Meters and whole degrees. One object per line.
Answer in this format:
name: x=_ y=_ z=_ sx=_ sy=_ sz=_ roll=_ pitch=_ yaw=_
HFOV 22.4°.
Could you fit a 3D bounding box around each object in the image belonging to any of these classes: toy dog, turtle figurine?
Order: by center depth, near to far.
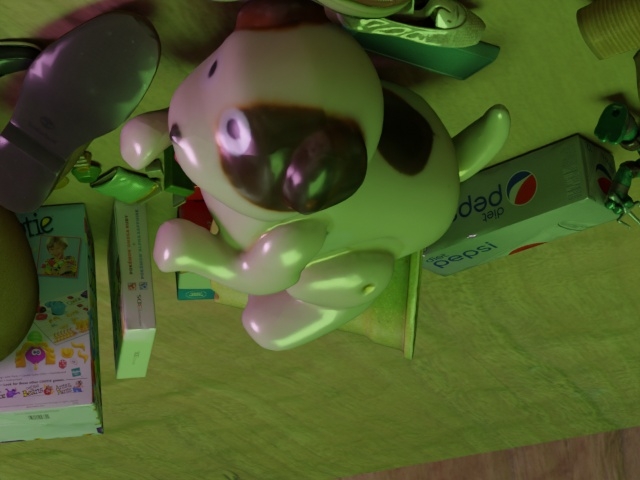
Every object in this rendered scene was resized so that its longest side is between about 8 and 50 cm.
toy dog: x=-0.009 y=-0.079 z=1.668 sx=0.396 sy=0.284 sz=0.408 roll=-9 pitch=162 yaw=13
turtle figurine: x=0.427 y=-0.095 z=1.997 sx=0.175 sy=0.118 sz=0.234 roll=-20 pitch=147 yaw=17

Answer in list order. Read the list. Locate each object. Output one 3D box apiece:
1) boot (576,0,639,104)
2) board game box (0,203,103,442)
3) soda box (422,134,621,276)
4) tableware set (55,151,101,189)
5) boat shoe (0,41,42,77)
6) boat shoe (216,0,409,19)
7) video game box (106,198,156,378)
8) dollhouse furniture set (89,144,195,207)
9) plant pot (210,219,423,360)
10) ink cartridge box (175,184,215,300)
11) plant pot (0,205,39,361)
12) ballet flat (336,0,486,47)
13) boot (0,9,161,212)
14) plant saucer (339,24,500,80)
boot: x=0.428 y=-0.212 z=1.724 sx=0.211 sy=0.104 sz=0.295 roll=-18 pitch=151 yaw=30
board game box: x=-0.365 y=0.109 z=2.107 sx=0.144 sy=0.275 sz=0.142 roll=-4 pitch=158 yaw=-3
soda box: x=0.248 y=-0.041 z=2.122 sx=0.286 sy=0.091 sz=0.098 roll=-20 pitch=154 yaw=33
tableware set: x=-0.349 y=-0.087 z=1.971 sx=0.154 sy=0.024 sz=0.104 roll=-7 pitch=161 yaw=3
boat shoe: x=-0.358 y=-0.180 z=1.708 sx=0.133 sy=0.042 sz=0.049 roll=-9 pitch=155 yaw=5
boat shoe: x=-0.016 y=-0.275 z=1.429 sx=0.324 sy=0.122 sz=0.120 roll=1 pitch=174 yaw=-38
video game box: x=-0.253 y=0.066 z=2.147 sx=0.048 sy=0.187 sz=0.205 roll=-1 pitch=158 yaw=-11
dollhouse furniture set: x=-0.215 y=-0.062 z=2.008 sx=0.076 sy=0.058 sz=0.152 roll=16 pitch=150 yaw=-41
plant pot: x=0.000 y=0.000 z=1.984 sx=0.254 sy=0.276 sz=0.276 roll=4 pitch=159 yaw=5
ink cartridge box: x=-0.125 y=0.003 z=2.165 sx=0.134 sy=0.078 sz=0.231 roll=-2 pitch=157 yaw=-8
plant pot: x=-0.444 y=0.012 z=1.908 sx=0.237 sy=0.237 sz=0.254 roll=1 pitch=156 yaw=-14
ballet flat: x=0.100 y=-0.233 z=1.664 sx=0.168 sy=0.057 sz=0.052 roll=2 pitch=147 yaw=-18
boot: x=-0.259 y=-0.158 z=1.740 sx=0.112 sy=0.115 sz=0.305 roll=42 pitch=129 yaw=-7
plant saucer: x=0.107 y=-0.212 z=1.765 sx=0.192 sy=0.018 sz=0.067 roll=13 pitch=152 yaw=-36
